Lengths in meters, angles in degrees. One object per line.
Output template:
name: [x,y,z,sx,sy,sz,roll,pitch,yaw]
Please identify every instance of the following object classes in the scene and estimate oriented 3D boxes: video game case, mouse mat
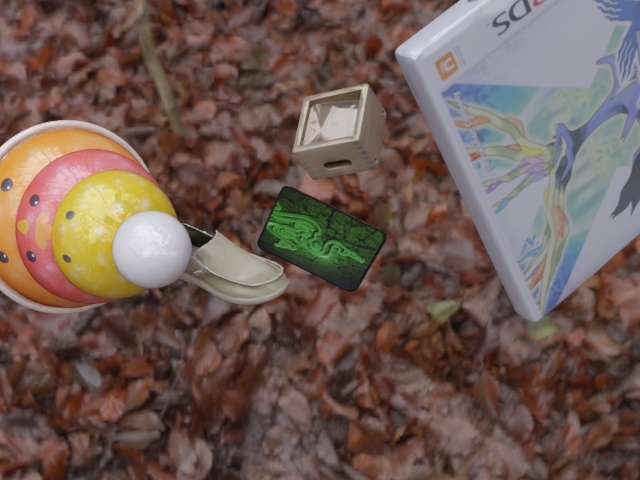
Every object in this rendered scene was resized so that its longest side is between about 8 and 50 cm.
video game case: [0.250,-0.127,0.915,0.300,0.329,0.036,-38,35,-11]
mouse mat: [0.000,0.000,1.610,0.189,0.153,0.007,26,41,-1]

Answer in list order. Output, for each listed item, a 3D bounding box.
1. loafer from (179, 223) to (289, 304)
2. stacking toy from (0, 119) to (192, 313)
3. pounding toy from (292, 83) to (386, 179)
loafer: [-0.183,0.038,1.752,0.268,0.092,0.102,15,36,17]
stacking toy: [-0.347,-0.021,1.602,0.350,0.351,0.479,-29,21,-28]
pounding toy: [0.024,-0.160,1.485,0.141,0.100,0.130,-8,52,27]
